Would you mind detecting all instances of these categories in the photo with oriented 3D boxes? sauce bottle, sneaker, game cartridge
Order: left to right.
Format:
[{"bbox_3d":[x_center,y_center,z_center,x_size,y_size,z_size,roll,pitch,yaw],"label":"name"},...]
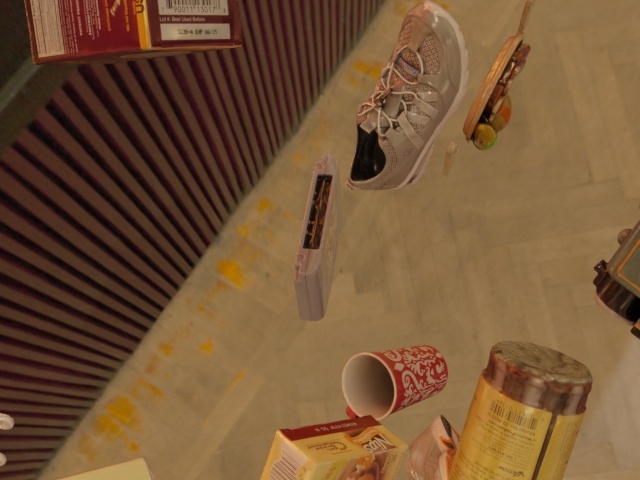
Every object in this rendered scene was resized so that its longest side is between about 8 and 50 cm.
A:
[{"bbox_3d":[0.000,0.000,1.593,0.062,0.198,0.297,2,54,11],"label":"game cartridge"},{"bbox_3d":[0.105,-0.169,1.031,0.115,0.281,0.105,-22,50,-34],"label":"sneaker"},{"bbox_3d":[0.226,0.454,1.555,0.121,0.262,0.099,-39,99,13],"label":"sneaker"},{"bbox_3d":[0.181,0.278,0.834,0.111,0.111,0.344,17,103,5],"label":"sauce bottle"}]

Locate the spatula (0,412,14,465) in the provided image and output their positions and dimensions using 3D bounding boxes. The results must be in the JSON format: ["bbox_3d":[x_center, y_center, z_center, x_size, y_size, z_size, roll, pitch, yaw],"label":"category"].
[{"bbox_3d":[-0.403,0.185,0.756,0.242,0.168,0.019,12,36,0],"label":"spatula"}]

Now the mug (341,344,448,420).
[{"bbox_3d":[0.120,0.238,1.366,0.150,0.169,0.113,-22,78,41],"label":"mug"}]

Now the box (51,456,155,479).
[{"bbox_3d":[-0.174,0.251,0.380,0.243,0.117,0.213,-6,49,-34],"label":"box"}]

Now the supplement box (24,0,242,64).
[{"bbox_3d":[-0.173,-0.206,0.720,0.188,0.104,0.080,6,105,42],"label":"supplement box"}]

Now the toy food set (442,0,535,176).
[{"bbox_3d":[0.188,-0.153,0.824,0.038,0.132,0.192,28,89,9],"label":"toy food set"}]

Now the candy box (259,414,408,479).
[{"bbox_3d":[-0.016,0.401,1.078,0.087,0.183,0.316,32,109,42],"label":"candy box"}]

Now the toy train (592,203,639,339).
[{"bbox_3d":[0.474,-0.002,0.964,0.190,0.142,0.334,41,125,24],"label":"toy train"}]
